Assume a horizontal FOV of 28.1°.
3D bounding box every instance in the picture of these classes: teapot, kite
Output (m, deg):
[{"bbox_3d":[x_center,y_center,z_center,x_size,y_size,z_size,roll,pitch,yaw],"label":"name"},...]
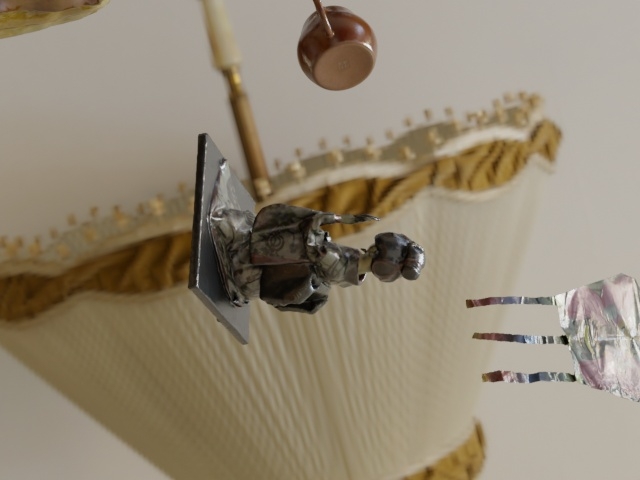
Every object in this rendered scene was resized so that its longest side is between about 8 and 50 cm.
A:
[{"bbox_3d":[0.017,-0.273,1.730,0.116,0.116,0.173,-14,143,11],"label":"teapot"},{"bbox_3d":[0.368,0.147,1.857,0.360,0.204,0.022,0,164,-33],"label":"kite"}]

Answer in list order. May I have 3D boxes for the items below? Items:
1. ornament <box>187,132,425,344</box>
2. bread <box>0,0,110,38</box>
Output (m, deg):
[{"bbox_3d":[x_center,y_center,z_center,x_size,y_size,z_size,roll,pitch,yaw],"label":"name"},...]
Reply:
[{"bbox_3d":[0.000,0.000,1.171,0.196,0.153,0.166,-3,156,14],"label":"ornament"},{"bbox_3d":[-0.323,-0.316,0.989,0.370,0.191,0.314,-11,142,-34],"label":"bread"}]
